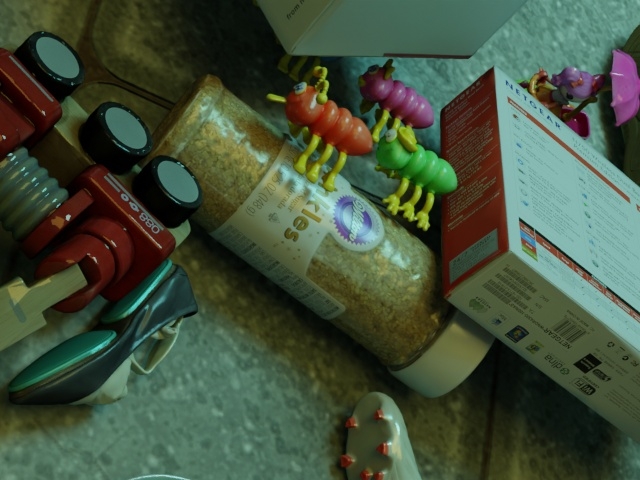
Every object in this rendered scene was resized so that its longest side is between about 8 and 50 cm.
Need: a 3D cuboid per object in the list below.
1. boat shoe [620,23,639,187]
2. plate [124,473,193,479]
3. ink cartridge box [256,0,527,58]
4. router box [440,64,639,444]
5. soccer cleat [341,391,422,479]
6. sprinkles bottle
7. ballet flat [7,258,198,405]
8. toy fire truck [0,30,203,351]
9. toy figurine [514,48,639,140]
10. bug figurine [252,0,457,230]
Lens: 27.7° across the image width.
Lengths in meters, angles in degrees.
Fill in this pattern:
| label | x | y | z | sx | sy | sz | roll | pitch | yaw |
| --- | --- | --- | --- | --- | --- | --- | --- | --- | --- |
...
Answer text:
| label | x | y | z | sx | sy | sz | roll | pitch | yaw |
| --- | --- | --- | --- | --- | --- | --- | --- | --- | --- |
| boat shoe | 0.401 | -0.132 | 1.526 | 0.089 | 0.104 | 0.285 | 48 | 47 | -55 |
| plate | -0.130 | 0.284 | 1.051 | 0.188 | 0.024 | 0.188 | 12 | 65 | -28 |
| ink cartridge box | 0.015 | -0.366 | 1.213 | 0.279 | 0.160 | 0.385 | -8 | 62 | -47 |
| router box | 0.265 | 0.026 | 1.285 | 0.335 | 0.082 | 0.301 | 36 | 33 | -22 |
| soccer cleat | 0.069 | 0.235 | 1.176 | 0.076 | 0.068 | 0.196 | 8 | 66 | -46 |
| sprinkles bottle | 0.000 | 0.000 | 1.193 | 0.355 | 0.121 | 0.121 | 37 | 55 | -13 |
| ballet flat | -0.170 | 0.092 | 1.081 | 0.074 | 0.074 | 0.203 | 50 | 47 | -4 |
| toy fire truck | -0.243 | -0.016 | 1.017 | 0.217 | 0.158 | 0.246 | 47 | 29 | -7 |
| toy figurine | 0.267 | -0.154 | 1.402 | 0.173 | 0.159 | 0.130 | 14 | 63 | -26 |
| bug figurine | 0.033 | -0.130 | 1.223 | 0.216 | 0.072 | 0.279 | 31 | 25 | -26 |
